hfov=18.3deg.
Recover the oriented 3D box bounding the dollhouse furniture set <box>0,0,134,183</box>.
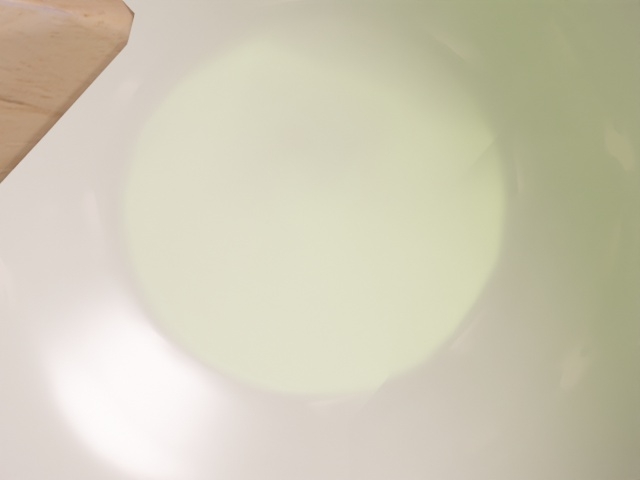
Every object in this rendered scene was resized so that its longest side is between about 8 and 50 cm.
[{"bbox_3d":[-0.325,-0.048,0.431,0.394,0.256,0.362,-45,80,13],"label":"dollhouse furniture set"}]

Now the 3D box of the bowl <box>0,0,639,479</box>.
[{"bbox_3d":[0.000,0.000,0.594,0.298,0.134,0.297,-1,106,-4],"label":"bowl"}]
